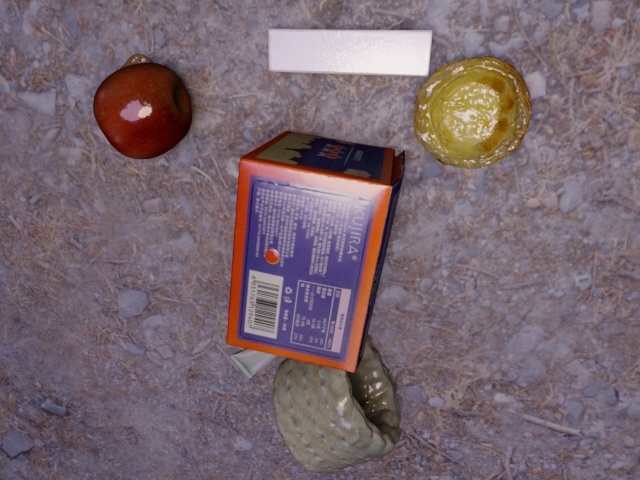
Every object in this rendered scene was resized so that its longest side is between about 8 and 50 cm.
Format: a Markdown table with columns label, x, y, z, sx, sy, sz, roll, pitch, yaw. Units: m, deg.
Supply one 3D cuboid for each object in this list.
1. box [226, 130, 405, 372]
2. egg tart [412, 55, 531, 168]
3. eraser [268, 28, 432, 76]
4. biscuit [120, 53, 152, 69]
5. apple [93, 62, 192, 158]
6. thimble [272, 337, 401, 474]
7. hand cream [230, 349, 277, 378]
| label | x | y | z | sx | sy | sz | roll | pitch | yaw |
| --- | --- | --- | --- | --- | --- | --- | --- | --- | --- |
| box | 0.000 | 0.000 | 0.885 | 0.256 | 0.319 | 0.349 | 11 | 111 | 7 |
| egg tart | 0.281 | -0.236 | 0.868 | 0.212 | 0.090 | 0.213 | 3 | 108 | 10 |
| eraser | 0.055 | -0.354 | 0.875 | 0.297 | 0.076 | 0.078 | 5 | 111 | 9 |
| biscuit | -0.410 | -0.335 | 1.002 | 0.147 | 0.018 | 0.071 | -39 | 98 | 23 |
| apple | -0.352 | -0.257 | 0.936 | 0.168 | 0.181 | 0.181 | -13 | 107 | 8 |
| thimble | 0.038 | 0.351 | 1.040 | 0.195 | 0.291 | 0.292 | -26 | 103 | 20 |
| hand cream | -0.134 | 0.275 | 1.160 | 0.204 | 0.050 | 0.078 | -36 | 100 | 25 |
